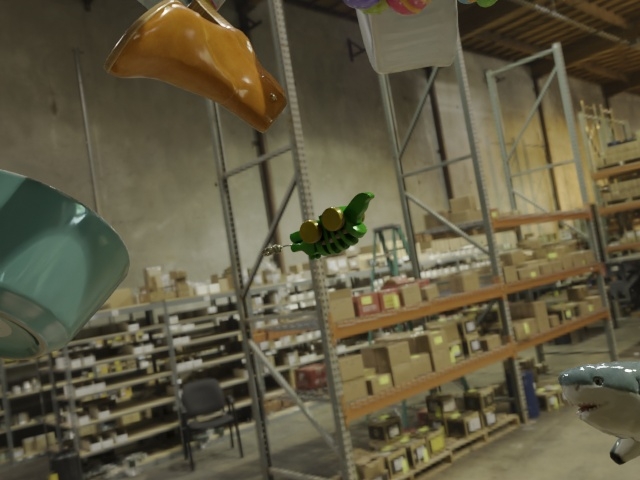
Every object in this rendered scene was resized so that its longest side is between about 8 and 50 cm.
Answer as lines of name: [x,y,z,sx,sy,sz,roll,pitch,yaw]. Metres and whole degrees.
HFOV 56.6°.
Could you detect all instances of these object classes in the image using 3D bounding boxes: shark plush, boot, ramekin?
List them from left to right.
boot: [-0.152,-0.233,0.848,0.104,0.211,0.295,-37,14,31]
ramekin: [0.132,-0.423,1.019,0.135,0.278,0.277,-14,-4,4]
shark plush: [0.243,0.085,0.393,0.161,0.067,0.073,-27,-26,-1]

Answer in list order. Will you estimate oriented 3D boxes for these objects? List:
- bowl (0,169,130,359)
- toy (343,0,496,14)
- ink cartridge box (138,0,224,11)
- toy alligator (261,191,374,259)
bowl: [-0.446,0.059,0.841,0.311,0.163,0.312,5,-35,4]
toy: [0.073,-0.237,0.549,0.237,0.056,0.137,-10,20,-28]
ink cartridge box: [-0.209,-0.455,1.001,0.127,0.128,0.176,36,-58,-25]
toy alligator: [0.000,0.000,0.748,0.189,0.051,0.056,-29,-11,35]
